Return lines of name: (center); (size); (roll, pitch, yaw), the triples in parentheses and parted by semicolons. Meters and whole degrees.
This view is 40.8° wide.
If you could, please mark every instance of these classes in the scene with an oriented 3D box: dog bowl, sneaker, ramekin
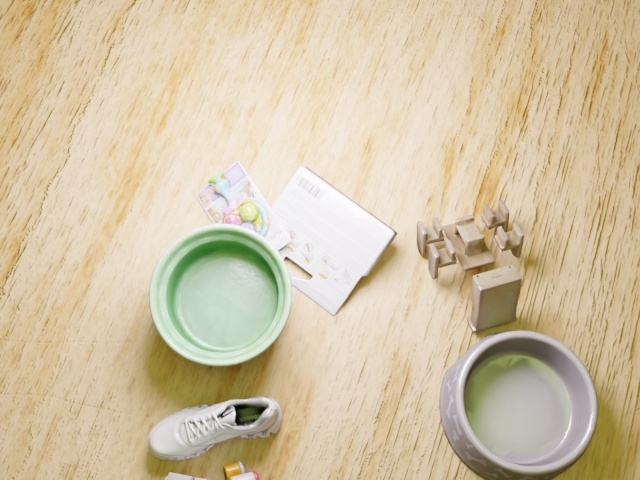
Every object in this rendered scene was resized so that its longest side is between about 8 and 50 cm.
dog bowl: (0.438, 0.355, 1.868); (0.348, 0.102, 0.349); (1, 71, -3)
sneaker: (-0.226, 0.388, 1.822); (0.292, 0.118, 0.110); (-15, 73, -6)
ramekin: (-0.210, 0.125, 1.877); (0.303, 0.148, 0.303); (0, 81, 0)

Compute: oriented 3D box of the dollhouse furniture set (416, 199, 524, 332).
dollhouse furniture set: (0.358, 0.060, 1.975); (0.212, 0.161, 0.242); (-15, 49, -8)

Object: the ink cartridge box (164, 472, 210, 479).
ink cartridge box: (-0.248, 0.551, 1.721); (0.082, 0.190, 0.140); (28, 67, -33)

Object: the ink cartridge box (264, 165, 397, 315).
ink cartridge box: (0.000, 0.000, 2.002); (0.275, 0.060, 0.239); (36, 98, 10)

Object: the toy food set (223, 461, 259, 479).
toy food set: (-0.120, 0.562, 1.770); (0.104, 0.111, 0.232); (-10, 70, -19)

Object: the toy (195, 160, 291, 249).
toy: (-0.190, -0.058, 1.994); (0.137, 0.056, 0.237); (-37, 71, 11)
